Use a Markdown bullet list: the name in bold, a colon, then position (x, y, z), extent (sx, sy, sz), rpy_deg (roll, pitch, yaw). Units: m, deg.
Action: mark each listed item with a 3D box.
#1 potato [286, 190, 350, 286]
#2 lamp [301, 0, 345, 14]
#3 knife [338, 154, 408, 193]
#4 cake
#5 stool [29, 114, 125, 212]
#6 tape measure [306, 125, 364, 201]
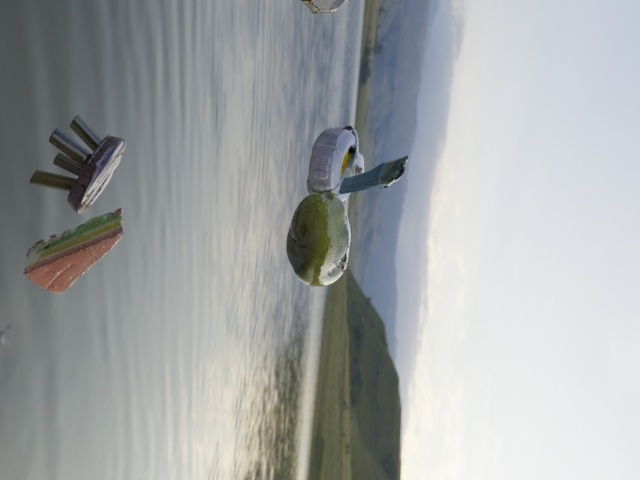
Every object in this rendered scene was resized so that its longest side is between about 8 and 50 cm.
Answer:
- **potato**: position (0.000, 0.000, 1.364), extent (0.169, 0.143, 0.248), rpy_deg (42, -39, 33)
- **lamp**: position (-0.005, -0.679, 1.525), extent (0.161, 0.161, 0.185), rpy_deg (92, -21, -55)
- **knife**: position (0.078, -0.099, 0.956), extent (0.296, 0.026, 0.044), rpy_deg (-175, -76, -76)
- **cake**: position (-0.497, 0.024, 1.256), extent (0.109, 0.225, 0.090), rpy_deg (-112, 176, -55)
- **stool**: position (-0.744, -0.239, 1.852), extent (0.272, 0.178, 0.272), rpy_deg (-54, -167, 18)
- **tape measure**: position (0.039, -0.200, 1.577), extent (0.236, 0.120, 0.197), rpy_deg (-55, 150, -45)
